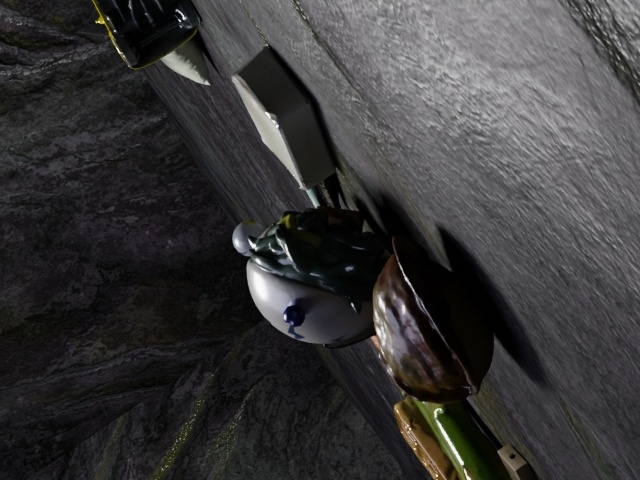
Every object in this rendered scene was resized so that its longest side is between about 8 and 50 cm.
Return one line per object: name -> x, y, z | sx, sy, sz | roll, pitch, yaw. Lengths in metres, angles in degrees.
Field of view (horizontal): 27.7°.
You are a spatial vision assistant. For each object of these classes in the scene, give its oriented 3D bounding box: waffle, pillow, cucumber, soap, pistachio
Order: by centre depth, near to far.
pistachio -> 0.120, 0.090, 1.466 | 0.165, 0.130, 0.210 | -134, 20, -69
soap -> -0.049, -0.161, 1.748 | 0.121, 0.063, 0.183 | 52, 173, 29
cucumber -> 0.007, -0.078, 1.882 | 0.135, 0.033, 0.034 | 69, -157, -64
waffle -> 0.250, 0.397, 2.164 | 0.328, 0.098, 0.224 | 55, 175, 16
pillow -> -0.283, -0.381, 2.347 | 0.254, 0.078, 0.144 | 52, -178, 38

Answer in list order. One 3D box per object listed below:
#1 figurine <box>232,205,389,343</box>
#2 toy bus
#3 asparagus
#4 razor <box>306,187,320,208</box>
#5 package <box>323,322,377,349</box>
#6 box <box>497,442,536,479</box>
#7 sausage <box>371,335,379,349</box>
figurine -> 0.013, 0.043, 1.753 | 0.382, 0.261, 0.186 | 19, -107, -83
toy bus -> -0.318, -0.430, 2.056 | 0.152, 0.144, 0.330 | 51, 171, 37
asparagus -> 0.217, 0.307, 2.014 | 0.085, 0.082, 0.343 | -61, 44, 35
razor -> 0.022, -0.012, 2.016 | 0.036, 0.084, 0.211 | 95, 154, -53
package -> 0.016, 0.066, 2.004 | 0.239, 0.154, 0.030 | 50, 151, 37
box -> 0.291, 0.339, 1.880 | 0.083, 0.024, 0.053 | 62, 171, -33
sausage -> 0.102, 0.164, 2.369 | 0.083, 0.034, 0.034 | 57, 174, 4
